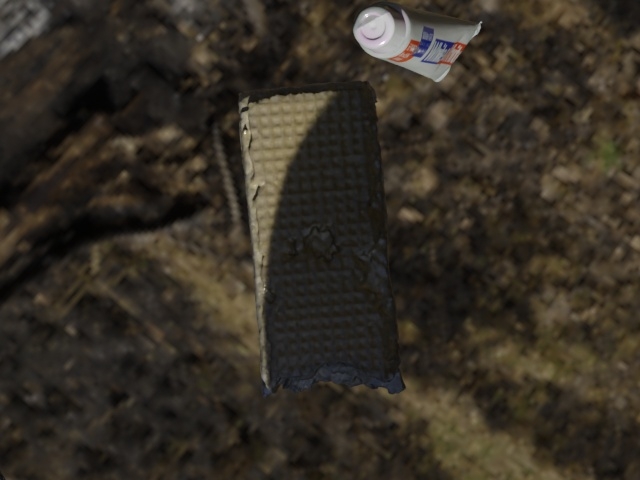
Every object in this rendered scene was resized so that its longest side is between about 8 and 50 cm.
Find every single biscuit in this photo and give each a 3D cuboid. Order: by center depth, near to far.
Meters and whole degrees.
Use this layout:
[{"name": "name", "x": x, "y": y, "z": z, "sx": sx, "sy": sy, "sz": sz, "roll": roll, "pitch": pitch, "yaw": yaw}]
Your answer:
[{"name": "biscuit", "x": 0.000, "y": 0.000, "z": 1.187, "sx": 0.108, "sy": 0.239, "sz": 0.062, "roll": -5, "pitch": 178, "yaw": -2}]

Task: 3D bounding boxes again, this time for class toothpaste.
[{"name": "toothpaste", "x": 0.062, "y": -0.125, "z": 0.984, "sx": 0.033, "sy": 0.052, "sz": 0.218, "roll": 40, "pitch": -167, "yaw": 12}]

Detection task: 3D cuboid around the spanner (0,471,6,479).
[{"name": "spanner", "x": -0.263, "y": 0.097, "z": 1.074, "sx": 0.302, "sy": 0.017, "sz": 0.071, "roll": 60, "pitch": 144, "yaw": 5}]
